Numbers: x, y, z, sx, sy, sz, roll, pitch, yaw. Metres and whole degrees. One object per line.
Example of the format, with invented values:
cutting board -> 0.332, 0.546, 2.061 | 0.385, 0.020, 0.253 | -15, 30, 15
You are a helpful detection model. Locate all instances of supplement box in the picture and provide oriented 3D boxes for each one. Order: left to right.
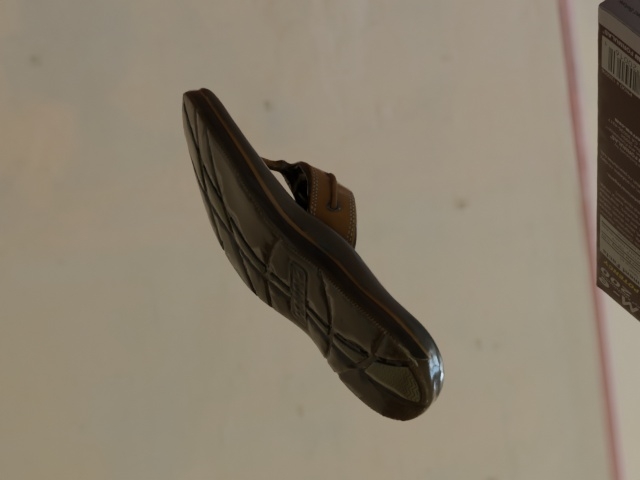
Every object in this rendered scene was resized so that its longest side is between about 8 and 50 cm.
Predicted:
supplement box -> 0.224, -0.059, 0.996 | 0.130, 0.073, 0.239 | -33, 145, -16

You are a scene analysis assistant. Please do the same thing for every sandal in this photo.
sandal -> 0.000, 0.000, 0.921 | 0.060, 0.090, 0.219 | -29, -124, -25
